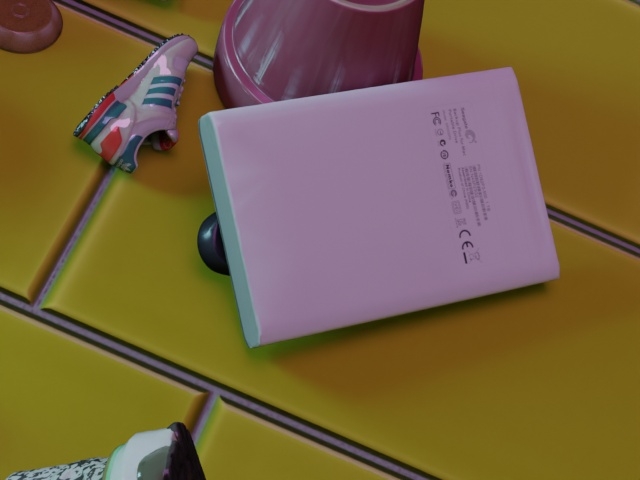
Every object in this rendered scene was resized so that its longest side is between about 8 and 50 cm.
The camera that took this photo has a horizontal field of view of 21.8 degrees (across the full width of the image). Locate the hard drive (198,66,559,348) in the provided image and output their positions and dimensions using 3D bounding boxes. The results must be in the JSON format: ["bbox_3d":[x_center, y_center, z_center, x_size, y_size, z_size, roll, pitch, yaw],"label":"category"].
[{"bbox_3d":[0.057,-0.034,1.473,0.308,0.040,0.203,-11,87,-26],"label":"hard drive"}]

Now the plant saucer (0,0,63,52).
[{"bbox_3d":[-0.283,-0.212,1.561,0.083,0.015,0.083,9,54,-12],"label":"plant saucer"}]

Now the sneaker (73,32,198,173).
[{"bbox_3d":[-0.152,-0.122,1.523,0.075,0.057,0.161,45,52,-5],"label":"sneaker"}]

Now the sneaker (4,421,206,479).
[{"bbox_3d":[-0.184,0.326,1.170,0.182,0.158,0.410,-5,53,17],"label":"sneaker"}]

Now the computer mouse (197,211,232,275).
[{"bbox_3d":[0.000,0.000,1.490,0.242,0.041,0.071,0,80,-26],"label":"computer mouse"}]

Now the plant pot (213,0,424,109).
[{"bbox_3d":[0.013,-0.201,1.543,0.201,0.180,0.201,8,55,-12],"label":"plant pot"}]
